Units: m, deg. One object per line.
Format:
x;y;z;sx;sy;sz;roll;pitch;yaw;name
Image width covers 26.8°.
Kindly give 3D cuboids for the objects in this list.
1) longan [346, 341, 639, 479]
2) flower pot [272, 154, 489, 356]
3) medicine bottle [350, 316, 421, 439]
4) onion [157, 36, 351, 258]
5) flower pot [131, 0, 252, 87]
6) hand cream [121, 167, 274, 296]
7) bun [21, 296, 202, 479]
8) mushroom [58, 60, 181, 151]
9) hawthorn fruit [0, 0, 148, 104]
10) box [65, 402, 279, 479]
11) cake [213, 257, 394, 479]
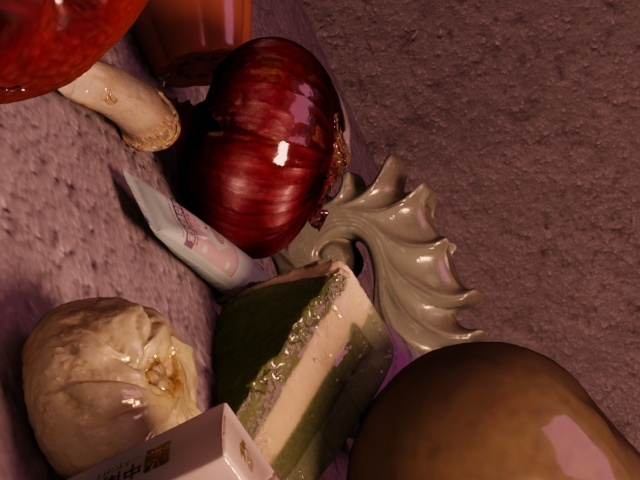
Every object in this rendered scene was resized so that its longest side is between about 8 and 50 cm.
0.191;0.287;1.415;0.361;0.361;0.361;60;10;-18;longan
0.098;0.077;1.950;0.367;0.254;0.164;64;10;10;flower pot
0.049;0.175;1.732;0.152;0.152;0.254;67;12;25;medicine bottle
-0.103;-0.120;1.632;0.273;0.285;0.273;-163;-90;-90;onion
-0.173;-0.309;1.825;0.190;0.190;0.173;35;39;-70;flower pot
-0.129;0.019;1.529;0.331;0.058;0.085;39;20;-55;hand cream
-0.146;0.116;1.001;0.188;0.111;0.164;15;51;-81;bun
-0.226;-0.157;1.455;0.084;0.071;0.209;61;12;22;mushroom
-0.252;-0.260;0.993;0.295;0.295;0.311;51;12;-51;hawthorn fruit
-0.070;0.245;0.925;0.243;0.155;0.067;60;9;-24;box
-0.013;0.153;1.432;0.158;0.172;0.283;56;13;-22;cake
